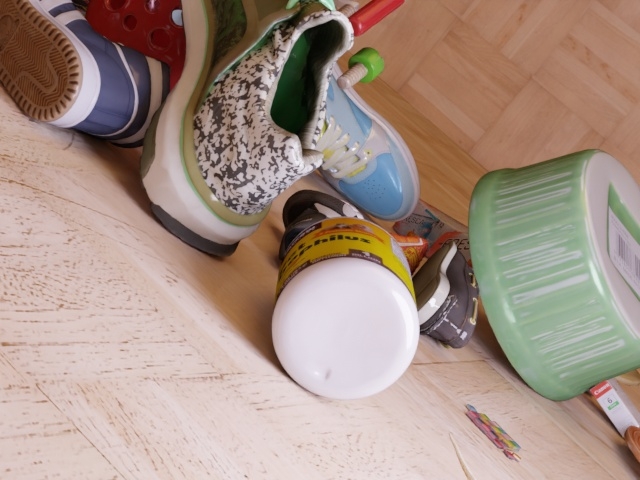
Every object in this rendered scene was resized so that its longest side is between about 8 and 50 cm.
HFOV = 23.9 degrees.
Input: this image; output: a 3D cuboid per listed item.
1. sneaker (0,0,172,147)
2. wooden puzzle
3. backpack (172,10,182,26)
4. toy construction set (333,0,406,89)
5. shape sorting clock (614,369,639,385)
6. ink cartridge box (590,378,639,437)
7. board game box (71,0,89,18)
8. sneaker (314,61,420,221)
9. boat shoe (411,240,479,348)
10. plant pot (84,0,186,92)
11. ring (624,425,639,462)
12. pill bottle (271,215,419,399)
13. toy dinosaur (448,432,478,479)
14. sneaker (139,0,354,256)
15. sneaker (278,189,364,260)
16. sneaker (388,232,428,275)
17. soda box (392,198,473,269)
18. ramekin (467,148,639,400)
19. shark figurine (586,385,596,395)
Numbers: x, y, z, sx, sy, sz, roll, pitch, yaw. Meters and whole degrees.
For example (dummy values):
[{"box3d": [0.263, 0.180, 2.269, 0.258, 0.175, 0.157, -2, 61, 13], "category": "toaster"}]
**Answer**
[{"box3d": [-0.243, -0.191, 1.417, 0.153, 0.099, 0.282, 18, 30, -50], "category": "sneaker"}, {"box3d": [0.172, 0.189, 1.497, 0.083, 0.006, 0.049, 45, 12, 29], "category": "wooden puzzle"}, {"box3d": [-0.225, -0.329, 1.945, 0.166, 0.144, 0.188, 45, 14, 0], "category": "backpack"}, {"box3d": [-0.012, -0.288, 1.763, 0.309, 0.257, 0.237, 11, 36, 36], "category": "toy construction set"}, {"box3d": [0.389, 0.156, 2.258, 0.206, 0.040, 0.206, 33, 15, -10], "category": "shape sorting clock"}, {"box3d": [0.386, 0.207, 2.012, 0.115, 0.029, 0.063, 56, 15, 16], "category": "ink cartridge box"}, {"box3d": [-0.314, -0.276, 1.676, 0.170, 0.048, 0.141, 41, 12, 9], "category": "board game box"}, {"box3d": [-0.004, -0.127, 1.963, 0.319, 0.127, 0.208, 50, 28, -6], "category": "sneaker"}, {"box3d": [0.144, 0.064, 1.737, 0.069, 0.081, 0.228, 41, 18, -5], "category": "boat shoe"}, {"box3d": [-0.160, -0.211, 1.582, 0.191, 0.174, 0.191, 37, 12, -9], "category": "plant pot"}, {"box3d": [0.499, 0.352, 1.859, 0.337, 0.032, 0.336, 38, 10, -8], "category": "ring"}, {"box3d": [0.020, 0.048, 1.275, 0.117, 0.117, 0.215, 38, 10, -8], "category": "pill bottle"}, {"box3d": [0.164, 0.233, 1.220, 0.183, 0.053, 0.093, 41, -7, -30], "category": "toy dinosaur"}, {"box3d": [-0.029, -0.184, 1.385, 0.158, 0.182, 0.410, 33, 51, -39], "category": "sneaker"}, {"box3d": [0.000, 0.000, 1.506, 0.106, 0.078, 0.234, 35, 13, -35], "category": "sneaker"}, {"box3d": [0.079, 0.010, 1.778, 0.067, 0.064, 0.175, 33, 5, 22], "category": "sneaker"}, {"box3d": [0.185, 0.003, 2.163, 0.183, 0.058, 0.063, 26, 17, -49], "category": "soda box"}, {"box3d": [0.321, 0.034, 1.867, 0.303, 0.148, 0.303, 36, 44, -44], "category": "ramekin"}, {"box3d": [0.309, 0.078, 2.130, 0.278, 0.116, 0.166, -96, 160, -48], "category": "shark figurine"}]
